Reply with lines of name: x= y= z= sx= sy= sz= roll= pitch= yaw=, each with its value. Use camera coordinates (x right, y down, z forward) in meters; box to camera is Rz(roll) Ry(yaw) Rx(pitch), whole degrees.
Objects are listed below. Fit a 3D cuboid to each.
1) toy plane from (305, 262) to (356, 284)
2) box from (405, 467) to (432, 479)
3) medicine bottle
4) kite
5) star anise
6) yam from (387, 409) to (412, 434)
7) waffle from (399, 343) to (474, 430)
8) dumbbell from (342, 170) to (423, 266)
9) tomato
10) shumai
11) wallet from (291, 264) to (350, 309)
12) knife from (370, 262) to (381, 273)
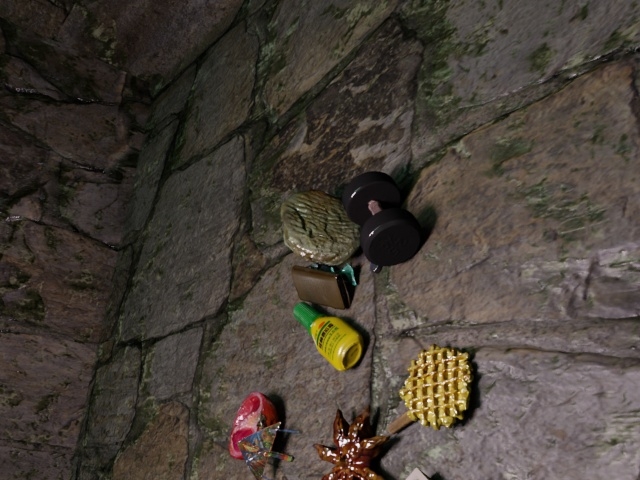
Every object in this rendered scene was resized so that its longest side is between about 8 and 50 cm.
toy plane: x=0.018 y=0.103 z=1.975 sx=0.235 sy=0.060 sz=0.096 roll=-26 pitch=74 yaw=52
box: x=0.212 y=0.593 z=1.364 sx=0.175 sy=0.062 sz=0.260 roll=-47 pitch=33 yaw=-3
medicine bottle: x=0.013 y=0.244 z=1.892 sx=0.111 sy=0.076 sz=0.309 roll=-60 pitch=32 yaw=2
kite: x=-0.150 y=0.569 z=1.895 sx=0.010 sy=0.160 sz=0.182 roll=-76 pitch=3 yaw=-86
star anise: x=0.068 y=0.527 z=1.646 sx=0.288 sy=0.088 sz=0.288 roll=-30 pitch=51 yaw=47
yam: x=0.203 y=0.391 z=1.567 sx=0.145 sy=0.032 sz=0.032 roll=-45 pitch=40 yaw=35
waffle: x=0.249 y=0.311 z=1.501 sx=0.191 sy=0.038 sz=0.191 roll=-22 pitch=50 yaw=29
dumbbell: x=0.154 y=-0.057 z=1.775 sx=0.152 sy=0.153 sz=0.218 roll=-52 pitch=36 yaw=26
tomato: x=-0.179 y=0.537 z=1.997 sx=0.173 sy=0.099 sz=0.189 roll=-31 pitch=37 yaw=51
shumai: x=0.000 y=0.000 z=1.994 sx=0.203 sy=0.222 sz=0.271 roll=91 pitch=160 yaw=-47
wallet: x=-0.001 y=0.129 z=1.944 sx=0.198 sy=0.031 sz=0.110 roll=7 pitch=120 yaw=50
knife: x=0.149 y=0.030 z=1.861 sx=0.031 sy=0.018 sz=0.121 roll=-28 pitch=49 yaw=44
